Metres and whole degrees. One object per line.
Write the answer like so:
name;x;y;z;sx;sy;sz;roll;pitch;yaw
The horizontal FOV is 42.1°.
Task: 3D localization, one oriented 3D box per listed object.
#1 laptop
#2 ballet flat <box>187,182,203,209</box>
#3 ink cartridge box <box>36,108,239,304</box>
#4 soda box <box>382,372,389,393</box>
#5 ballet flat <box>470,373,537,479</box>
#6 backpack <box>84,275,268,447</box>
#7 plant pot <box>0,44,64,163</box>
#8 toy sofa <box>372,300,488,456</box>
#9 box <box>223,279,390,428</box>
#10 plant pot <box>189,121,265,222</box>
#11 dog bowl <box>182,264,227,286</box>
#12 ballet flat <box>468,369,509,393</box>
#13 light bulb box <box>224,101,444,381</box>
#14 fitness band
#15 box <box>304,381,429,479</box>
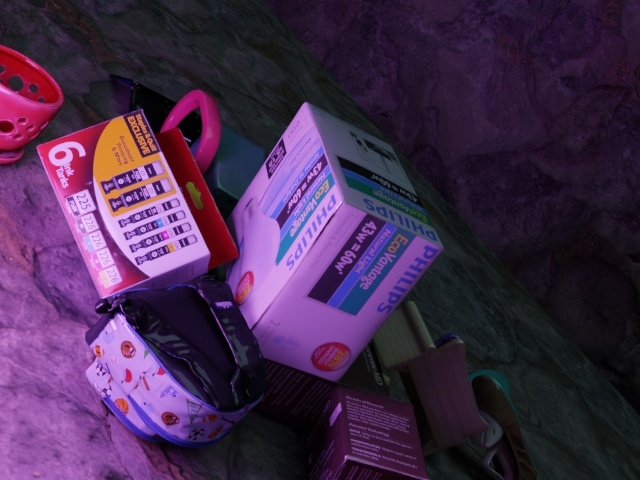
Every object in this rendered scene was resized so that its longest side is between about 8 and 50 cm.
laptop;-0.454;-0.330;2.266;0.234;0.136;0.264;24;54;-40
ballet flat;-0.317;-0.125;1.774;0.077;0.077;0.231;-4;44;-35
ink cartridge box;-0.327;-0.066;1.525;0.309;0.272;0.130;63;-17;12
soda box;0.116;0.362;1.898;0.061;0.058;0.181;39;22;-10
ballet flat;0.428;0.490;2.021;0.124;0.116;0.342;-40;119;-31
backpack;-0.231;0.211;1.360;0.263;0.213;0.276;42;26;21
plant pot;-0.622;-0.260;1.604;0.191;0.174;0.191;36;23;-18
toy sofa;0.243;0.308;1.855;0.150;0.177;0.362;-111;178;-50
box;-0.057;0.247;1.660;0.381;0.143;0.191;27;26;-28
plant pot;-0.248;-0.147;2.094;0.166;0.165;0.234;31;32;-29
dog bowl;-0.332;-0.003;1.735;0.349;0.102;0.349;36;23;-18
ballet flat;0.379;0.424;2.160;0.123;0.123;0.348;50;29;17
light bulb box;0.000;0.000;1.569;0.225;0.358;0.361;23;27;-26
fitness band;-0.327;-0.252;2.066;0.054;0.209;0.291;29;29;-35
box;0.080;0.408;1.545;0.167;0.168;0.203;19;27;-14
